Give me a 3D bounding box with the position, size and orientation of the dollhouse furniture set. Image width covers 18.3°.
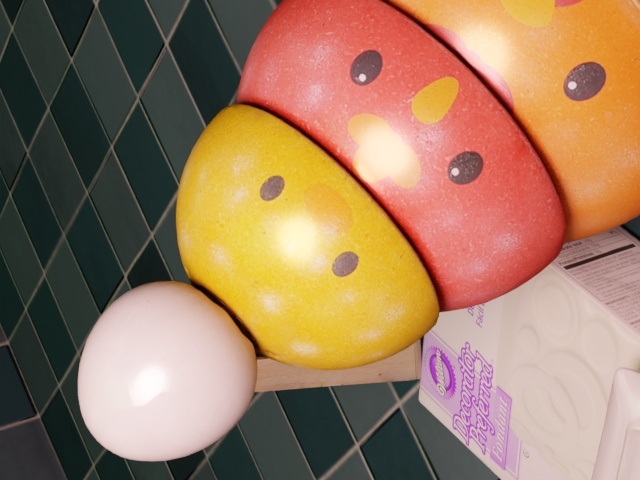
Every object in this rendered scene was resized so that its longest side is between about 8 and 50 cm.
[{"bbox_3d":[0.000,0.000,1.755,0.212,0.161,0.242,-95,0,-69],"label":"dollhouse furniture set"}]

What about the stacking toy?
[{"bbox_3d":[0.024,-0.023,1.382,0.350,0.480,0.350,39,164,14],"label":"stacking toy"}]

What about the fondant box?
[{"bbox_3d":[0.214,0.113,1.594,0.330,0.096,0.238,43,141,44],"label":"fondant box"}]

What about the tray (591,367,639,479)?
[{"bbox_3d":[0.315,0.199,1.401,0.270,0.030,0.145,22,128,22],"label":"tray"}]
